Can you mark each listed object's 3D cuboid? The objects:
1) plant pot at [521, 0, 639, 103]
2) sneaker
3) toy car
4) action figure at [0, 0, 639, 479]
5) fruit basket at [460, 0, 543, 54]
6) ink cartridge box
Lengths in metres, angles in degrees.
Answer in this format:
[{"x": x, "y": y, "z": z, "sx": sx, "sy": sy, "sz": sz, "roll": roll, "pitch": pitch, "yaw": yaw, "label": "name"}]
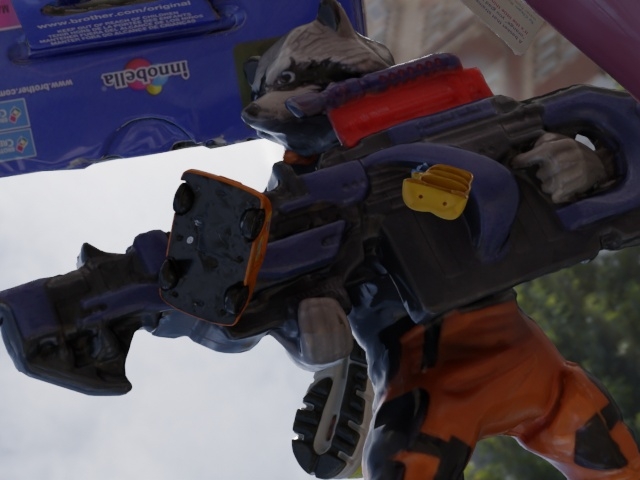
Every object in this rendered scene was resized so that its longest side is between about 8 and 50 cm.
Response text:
[{"x": 0.106, "y": -0.139, "z": 0.409, "sx": 0.180, "sy": 0.201, "sz": 0.201, "roll": 47, "pitch": -147, "yaw": -29, "label": "plant pot"}, {"x": 0.045, "y": 0.096, "z": 1.113, "sx": 0.094, "sy": 0.081, "sz": 0.208, "roll": 33, "pitch": -104, "yaw": -52, "label": "sneaker"}, {"x": 0.000, "y": 0.000, "z": 0.506, "sx": 0.040, "sy": 0.122, "sz": 0.060, "roll": -44, "pitch": -47, "yaw": -63, "label": "toy car"}, {"x": 0.013, "y": 0.055, "z": 0.637, "sx": 0.341, "sy": 0.178, "sz": 0.330, "roll": -10, "pitch": -99, "yaw": -22, "label": "action figure"}, {"x": 0.102, "y": -0.349, "z": 1.168, "sx": 0.327, "sy": 0.165, "sz": 0.353, "roll": 42, "pitch": -129, "yaw": -10, "label": "fruit basket"}, {"x": -0.104, "y": -0.137, "z": 0.904, "sx": 0.395, "sy": 0.270, "sz": 0.151, "roll": -84, "pitch": -15, "yaw": -78, "label": "ink cartridge box"}]
